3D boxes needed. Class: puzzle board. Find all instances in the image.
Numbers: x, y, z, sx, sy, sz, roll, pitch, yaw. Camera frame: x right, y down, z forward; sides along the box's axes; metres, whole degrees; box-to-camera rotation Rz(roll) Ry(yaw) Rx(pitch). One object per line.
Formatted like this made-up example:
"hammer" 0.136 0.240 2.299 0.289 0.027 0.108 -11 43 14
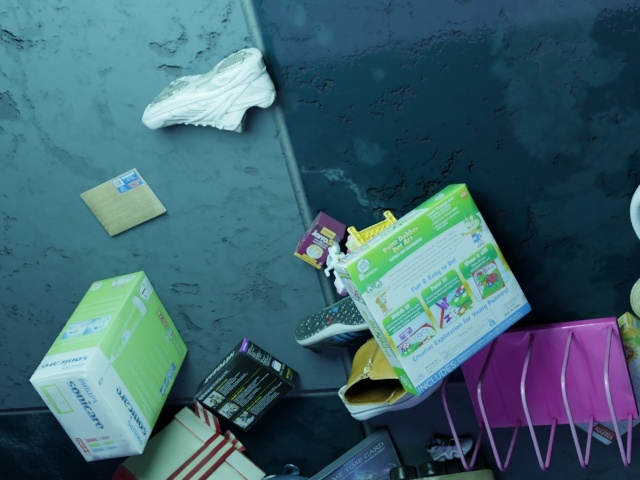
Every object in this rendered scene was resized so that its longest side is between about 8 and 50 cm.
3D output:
"puzzle board" -0.353 -0.068 1.551 0.128 0.011 0.096 -22 116 23

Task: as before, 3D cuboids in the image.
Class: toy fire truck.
"toy fire truck" 0.258 0.565 1.781 0.217 0.158 0.246 -10 147 6

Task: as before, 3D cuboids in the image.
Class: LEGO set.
"LEGO set" 0.134 0.033 1.473 0.287 0.132 0.107 -1 147 -23

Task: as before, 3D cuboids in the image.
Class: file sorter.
"file sorter" 0.378 0.279 1.500 0.291 0.182 0.202 -10 112 26

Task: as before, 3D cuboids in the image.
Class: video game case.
"video game case" 0.098 0.540 1.795 0.196 0.026 0.274 -32 119 -17

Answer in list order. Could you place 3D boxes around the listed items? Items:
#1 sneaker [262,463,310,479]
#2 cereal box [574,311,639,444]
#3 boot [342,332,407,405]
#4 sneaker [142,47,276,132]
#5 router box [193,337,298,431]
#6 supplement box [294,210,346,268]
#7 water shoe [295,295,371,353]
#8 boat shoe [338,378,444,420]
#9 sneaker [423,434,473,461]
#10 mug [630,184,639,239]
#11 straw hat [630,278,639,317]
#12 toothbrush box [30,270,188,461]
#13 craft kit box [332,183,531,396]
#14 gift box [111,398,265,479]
"sneaker" -0.043 0.631 1.908 0.236 0.130 0.322 -5 128 27
"cereal box" 0.539 0.256 1.575 0.173 0.047 0.240 34 124 -10
"boot" 0.178 0.181 1.489 0.295 0.211 0.104 -31 105 28
"sneaker" -0.174 -0.210 1.376 0.232 0.090 0.115 -18 122 22
"router box" -0.150 0.291 1.732 0.133 0.046 0.179 36 122 -13
"supplement box" 0.000 0.000 1.509 0.055 0.043 0.083 30 123 -8
"water shoe" 0.053 0.154 1.600 0.203 0.072 0.080 -18 140 26
"boat shoe" 0.130 0.278 1.647 0.226 0.083 0.076 -33 113 29
"sneaker" 0.251 0.408 1.739 0.098 0.038 0.069 -35 112 28
"mug" 0.623 -0.040 1.252 0.328 0.276 0.374 45 151 -12
"straw hat" 0.601 0.114 1.460 0.145 0.061 0.144 5 125 8
"toothbrush box" -0.375 0.225 1.588 0.122 0.283 0.206 -13 121 18
"craft kit box" 0.183 0.076 1.384 0.250 0.061 0.246 -33 105 -17
"gift box" -0.296 0.504 1.784 0.276 0.258 0.255 43 124 9
